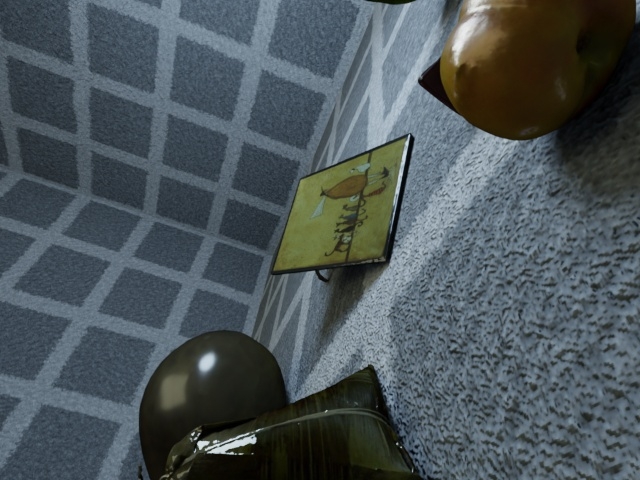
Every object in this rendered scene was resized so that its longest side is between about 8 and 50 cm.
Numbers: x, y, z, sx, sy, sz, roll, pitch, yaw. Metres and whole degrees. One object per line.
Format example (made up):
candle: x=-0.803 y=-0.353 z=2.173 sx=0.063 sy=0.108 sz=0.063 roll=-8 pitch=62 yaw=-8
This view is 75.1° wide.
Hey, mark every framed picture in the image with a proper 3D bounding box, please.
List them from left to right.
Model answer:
framed picture: x=0.030 y=-0.058 z=0.836 sx=0.339 sy=0.014 sz=0.255 roll=-11 pitch=56 yaw=50

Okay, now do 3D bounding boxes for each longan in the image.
longan: x=-0.258 y=0.413 z=1.007 sx=0.404 sy=0.336 sz=0.404 roll=-160 pitch=90 yaw=-84

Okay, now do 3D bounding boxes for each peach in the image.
peach: x=0.163 y=-0.151 z=0.332 sx=0.138 sy=0.138 sz=0.138 roll=-161 pitch=90 yaw=-81

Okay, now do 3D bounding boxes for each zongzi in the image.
zongzi: x=-0.039 y=0.209 z=0.460 sx=0.241 sy=0.248 sz=0.111 roll=-100 pitch=13 yaw=-76

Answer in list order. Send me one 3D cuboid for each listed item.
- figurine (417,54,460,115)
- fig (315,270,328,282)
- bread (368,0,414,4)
figurine: x=0.189 y=-0.226 z=0.513 sx=0.098 sy=0.082 sz=0.154 roll=-59 pitch=7 yaw=-8
fig: x=-0.014 y=-0.025 z=1.025 sx=0.202 sy=0.148 sz=0.149 roll=-55 pitch=48 yaw=17
bread: x=0.123 y=-0.651 z=0.794 sx=0.382 sy=0.366 sz=0.129 roll=-47 pitch=7 yaw=-9
